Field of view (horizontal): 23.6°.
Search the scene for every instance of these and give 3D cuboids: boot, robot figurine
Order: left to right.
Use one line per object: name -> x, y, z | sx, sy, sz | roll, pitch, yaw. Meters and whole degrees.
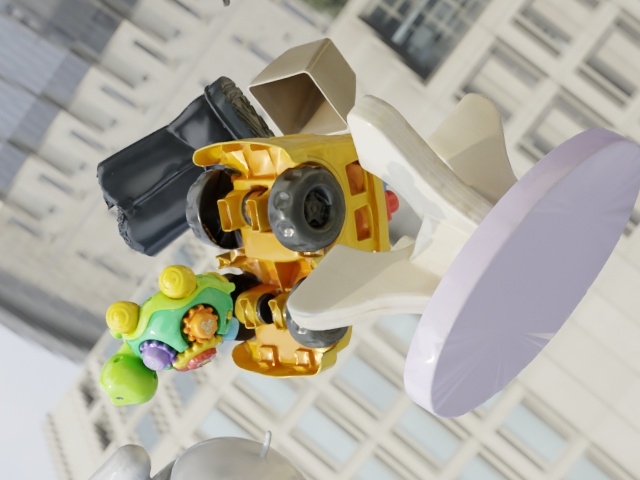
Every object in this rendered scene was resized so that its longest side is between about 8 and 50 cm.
robot figurine -> -0.135, 0.343, 1.637 | 0.300, 0.353, 0.200 | 43, -156, -17
boot -> -0.124, -0.039, 1.781 | 0.246, 0.207, 0.094 | 54, -162, 1

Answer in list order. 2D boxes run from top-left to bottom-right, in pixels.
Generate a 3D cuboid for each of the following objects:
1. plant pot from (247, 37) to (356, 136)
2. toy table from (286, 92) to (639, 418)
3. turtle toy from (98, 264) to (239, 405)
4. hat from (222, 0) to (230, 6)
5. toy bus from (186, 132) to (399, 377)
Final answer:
plant pot -> -0.013, -0.208, 2.058 | 0.109, 0.109, 0.096 | 52, -134, -30
toy table -> 0.114, -0.002, 1.226 | 0.161, 0.274, 0.252 | 29, 145, 31
turtle toy -> -0.114, 0.072, 1.143 | 0.066, 0.130, 0.095 | 59, -167, 15
hat -> -0.155, -0.497, 2.143 | 0.134, 0.331, 0.331 | 11, -168, 4
toy bus -> 0.000, 0.000, 1.452 | 0.149, 0.220, 0.211 | 1, -167, 45
